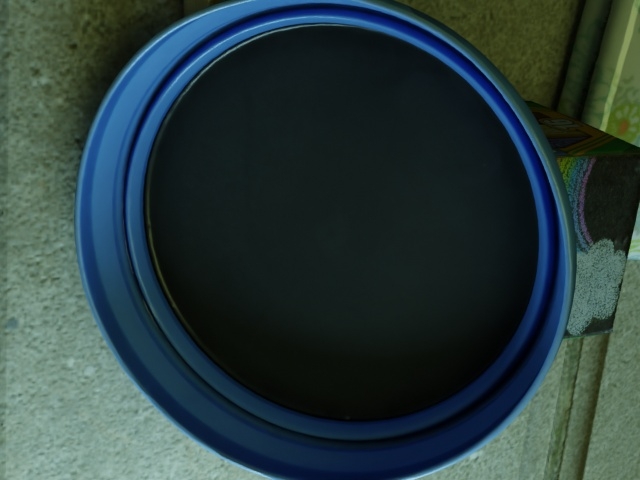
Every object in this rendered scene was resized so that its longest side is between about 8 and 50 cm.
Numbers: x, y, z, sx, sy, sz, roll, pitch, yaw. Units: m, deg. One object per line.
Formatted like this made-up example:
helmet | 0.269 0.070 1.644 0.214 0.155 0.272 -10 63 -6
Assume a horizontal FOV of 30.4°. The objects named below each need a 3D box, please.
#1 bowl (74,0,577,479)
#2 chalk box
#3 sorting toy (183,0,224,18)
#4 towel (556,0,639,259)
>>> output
bowl | 0.000 0.000 0.907 0.391 0.077 0.391 5 108 17
chalk box | 0.108 -0.017 1.038 0.289 0.179 0.180 -3 111 -27
sorting toy | -0.019 -0.234 0.962 0.193 0.038 0.208 -8 113 -26
towel | 0.387 -0.156 1.192 0.320 0.090 0.374 4 107 -27
